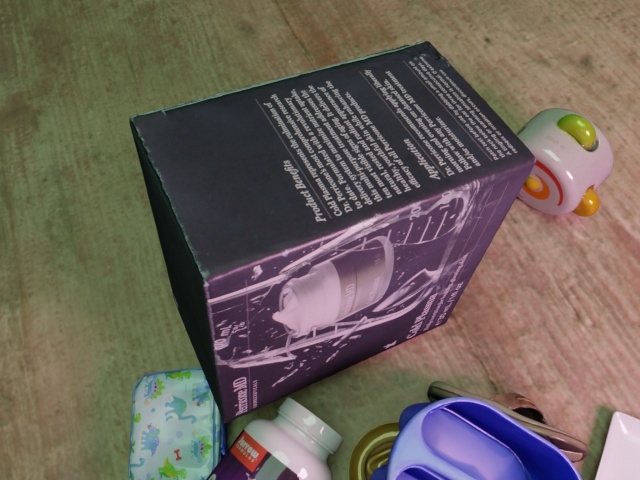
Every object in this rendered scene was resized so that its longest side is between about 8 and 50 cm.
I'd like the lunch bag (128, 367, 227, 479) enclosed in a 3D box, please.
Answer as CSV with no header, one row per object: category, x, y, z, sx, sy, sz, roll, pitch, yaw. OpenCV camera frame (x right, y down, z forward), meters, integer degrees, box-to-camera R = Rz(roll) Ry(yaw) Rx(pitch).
lunch bag,-0.259,0.355,1.061,0.176,0.090,0.219,-9,62,6

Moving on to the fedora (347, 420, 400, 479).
fedora,0.140,0.400,0.980,0.194,0.079,0.194,-4,62,8

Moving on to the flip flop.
flip flop,0.326,0.304,0.996,0.277,0.112,0.080,20,53,24

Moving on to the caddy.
caddy,0.241,0.387,0.859,0.341,0.179,0.241,32,70,-5

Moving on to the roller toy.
roller toy,0.469,-0.152,1.149,0.146,0.209,0.191,-41,29,-12

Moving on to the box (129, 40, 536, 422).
box,0.000,0.000,0.921,0.472,0.480,0.297,-19,58,-18

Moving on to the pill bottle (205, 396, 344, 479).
pill bottle,-0.104,0.431,0.945,0.181,0.181,0.323,30,71,22

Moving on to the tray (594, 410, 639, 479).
tray,0.601,0.405,0.931,0.270,0.030,0.145,21,67,19
